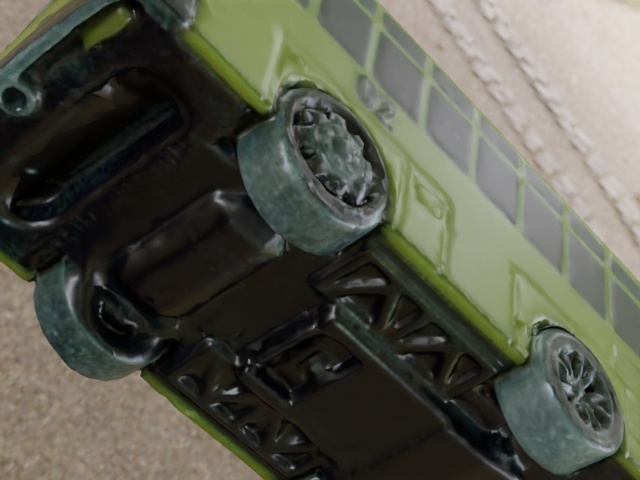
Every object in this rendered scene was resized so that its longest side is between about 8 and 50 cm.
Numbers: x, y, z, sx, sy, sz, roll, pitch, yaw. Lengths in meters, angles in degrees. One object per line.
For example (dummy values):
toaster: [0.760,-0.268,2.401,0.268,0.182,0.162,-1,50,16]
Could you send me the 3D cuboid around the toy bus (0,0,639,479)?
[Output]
toy bus: [0.000,0.000,0.493,0.262,0.128,0.150,44,33,-23]
